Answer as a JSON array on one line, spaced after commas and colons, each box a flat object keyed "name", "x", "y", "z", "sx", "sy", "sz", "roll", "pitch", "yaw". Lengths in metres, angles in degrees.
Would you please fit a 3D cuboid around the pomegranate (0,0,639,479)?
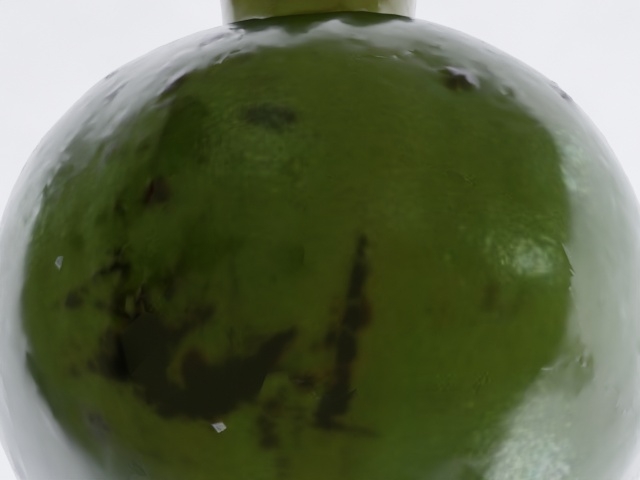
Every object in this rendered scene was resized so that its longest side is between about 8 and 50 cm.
[{"name": "pomegranate", "x": 0.000, "y": 0.000, "z": 0.646, "sx": 0.260, "sy": 0.260, "sz": 0.341, "roll": -6, "pitch": -97, "yaw": 13}]
